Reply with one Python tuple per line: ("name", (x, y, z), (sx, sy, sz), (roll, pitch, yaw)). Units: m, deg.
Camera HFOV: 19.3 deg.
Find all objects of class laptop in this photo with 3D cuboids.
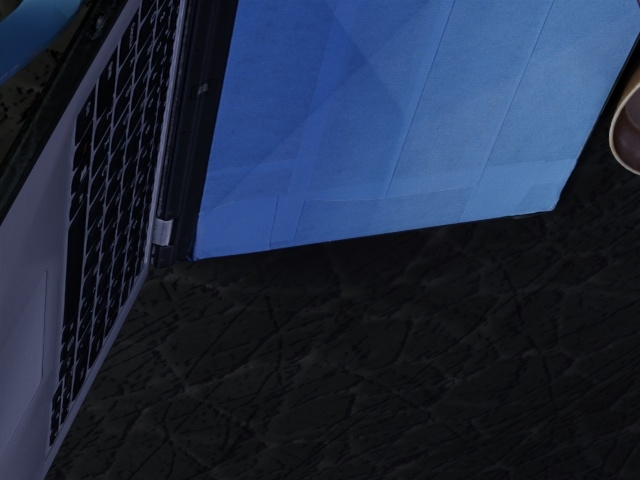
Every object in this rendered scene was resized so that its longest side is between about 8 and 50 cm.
("laptop", (0.000, 0.000, 0.948), (0.236, 0.408, 0.382), (22, 149, 4))

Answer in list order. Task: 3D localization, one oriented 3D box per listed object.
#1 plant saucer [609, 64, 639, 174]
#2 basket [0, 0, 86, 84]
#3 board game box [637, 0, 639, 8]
("plant saucer", (0.247, -0.091, 1.104), (0.168, 0.029, 0.168), (-11, 151, -7))
("basket", (-0.164, -0.131, 0.621), (0.201, 0.255, 0.289), (20, 138, 23))
("board game box", (0.280, -0.182, 0.746), (0.347, 0.233, 0.078), (-20, 151, 9))
